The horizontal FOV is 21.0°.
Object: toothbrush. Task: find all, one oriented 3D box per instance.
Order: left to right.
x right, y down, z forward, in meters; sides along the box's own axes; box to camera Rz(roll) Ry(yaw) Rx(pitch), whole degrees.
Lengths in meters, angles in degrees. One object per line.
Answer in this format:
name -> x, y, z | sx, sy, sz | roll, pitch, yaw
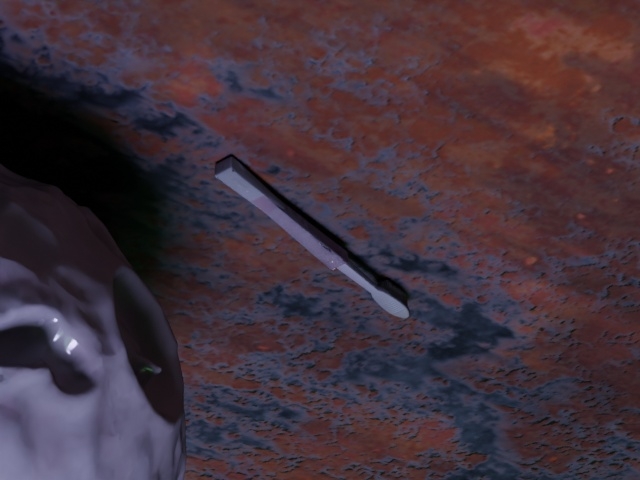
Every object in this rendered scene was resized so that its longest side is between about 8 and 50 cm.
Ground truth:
toothbrush -> 0.000, 0.002, 1.085 | 0.014, 0.017, 0.194 | -26, 138, 27

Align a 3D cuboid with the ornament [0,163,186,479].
ornament -> -0.229, 0.105, 0.939 | 0.337, 0.337, 0.337 | -3, 143, -2
